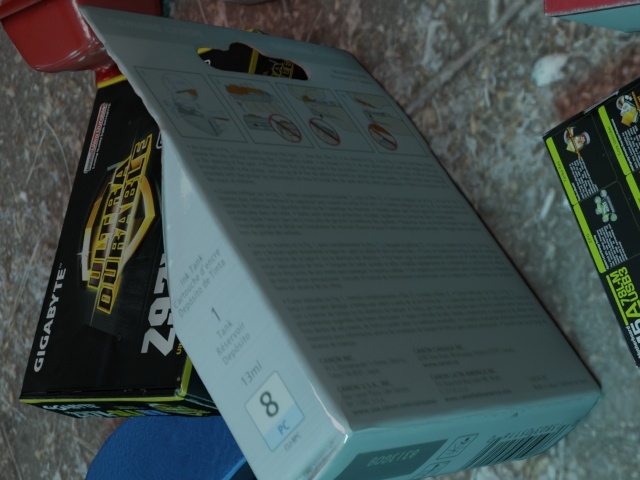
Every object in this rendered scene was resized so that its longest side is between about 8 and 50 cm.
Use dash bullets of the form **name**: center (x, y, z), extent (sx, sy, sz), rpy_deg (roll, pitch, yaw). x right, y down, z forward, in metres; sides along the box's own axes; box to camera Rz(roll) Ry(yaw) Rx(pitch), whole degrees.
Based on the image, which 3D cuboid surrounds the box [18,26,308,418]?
- **box**: center (-0.138, -0.005, 1.200), extent (0.257, 0.079, 0.322), rpy_deg (-7, 66, 47)

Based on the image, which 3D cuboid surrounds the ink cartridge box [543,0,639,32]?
- **ink cartridge box**: center (0.254, -0.290, 0.899), extent (0.197, 0.114, 0.273), rpy_deg (-2, 89, 43)

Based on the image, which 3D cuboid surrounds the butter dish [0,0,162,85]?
- **butter dish**: center (-0.225, -0.207, 1.330), extent (0.160, 0.160, 0.118), rpy_deg (-13, 105, 42)

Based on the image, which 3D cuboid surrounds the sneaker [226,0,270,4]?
- **sneaker**: center (-0.015, -0.283, 1.118), extent (0.366, 0.150, 0.135), rpy_deg (-20, 78, 40)

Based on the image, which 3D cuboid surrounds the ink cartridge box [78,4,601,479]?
- **ink cartridge box**: center (0.000, 0.000, 1.004), extent (0.091, 0.308, 0.385), rpy_deg (-50, 59, 29)

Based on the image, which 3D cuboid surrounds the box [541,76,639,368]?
- **box**: center (0.266, -0.031, 0.942), extent (0.184, 0.045, 0.191), rpy_deg (-34, 70, 40)

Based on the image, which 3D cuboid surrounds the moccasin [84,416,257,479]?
- **moccasin**: center (-0.077, 0.184, 1.209), extent (0.342, 0.116, 0.138), rpy_deg (-36, 68, 33)
